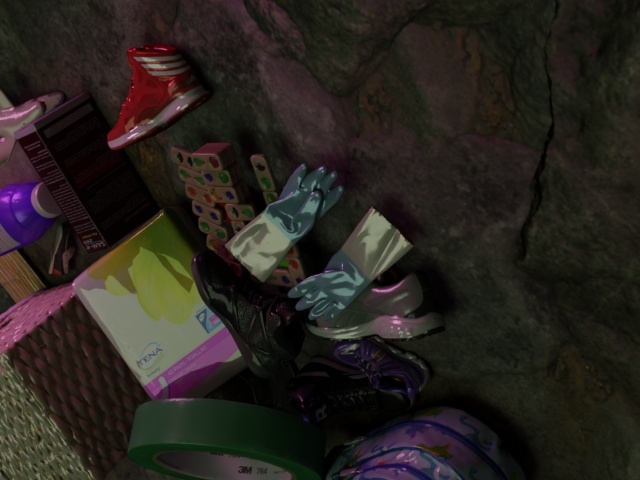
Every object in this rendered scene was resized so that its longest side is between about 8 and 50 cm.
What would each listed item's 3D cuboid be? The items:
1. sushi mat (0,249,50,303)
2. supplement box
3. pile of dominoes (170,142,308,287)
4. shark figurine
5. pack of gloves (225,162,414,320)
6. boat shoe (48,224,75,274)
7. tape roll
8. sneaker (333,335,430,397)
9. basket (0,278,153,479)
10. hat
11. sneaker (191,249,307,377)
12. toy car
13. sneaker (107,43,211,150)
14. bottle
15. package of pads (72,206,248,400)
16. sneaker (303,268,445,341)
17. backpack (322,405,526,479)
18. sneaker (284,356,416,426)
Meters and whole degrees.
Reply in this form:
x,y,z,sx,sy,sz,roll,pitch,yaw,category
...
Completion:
x,y,z,sx,sy,sz,roll,pitch,yaw,category
-0.680,0.016,2.211,0.151,0.019,0.316,-28,102,47,sushi mat
-0.392,-0.113,1.785,0.073,0.130,0.239,-14,111,46,supplement box
-0.134,-0.030,1.622,0.196,0.040,0.251,4,124,38,pile of dominoes
-0.582,-0.232,1.882,0.278,0.116,0.166,24,101,13,shark figurine
0.000,0.000,1.555,0.195,0.046,0.232,44,123,-1,pack of gloves
-0.496,0.020,2.046,0.043,0.049,0.137,6,138,-19,boat shoe
-0.153,0.342,1.752,0.321,0.077,0.321,6,156,2,tape roll
0.089,0.197,1.673,0.170,0.071,0.068,19,132,29,sneaker
-0.490,0.281,2.021,0.266,0.328,0.331,-19,108,40,basket
-0.183,0.285,1.924,0.331,0.134,0.331,21,133,25,hat
-0.102,0.094,1.654,0.130,0.087,0.227,-35,88,33,sneaker
-0.060,-0.003,1.654,0.239,0.053,0.225,-2,121,41,toy car
-0.273,-0.232,1.645,0.221,0.087,0.128,-24,96,35,sneaker
-0.578,-0.048,2.020,0.283,0.092,0.118,-19,109,46,bottle
-0.249,0.122,1.786,0.229,0.101,0.296,-36,88,16,package of pads
0.077,0.097,1.602,0.272,0.100,0.108,-9,90,48,sneaker
0.163,0.410,1.673,0.355,0.273,0.290,-39,85,37,backpack
0.039,0.266,1.730,0.217,0.121,0.079,8,127,36,sneaker
